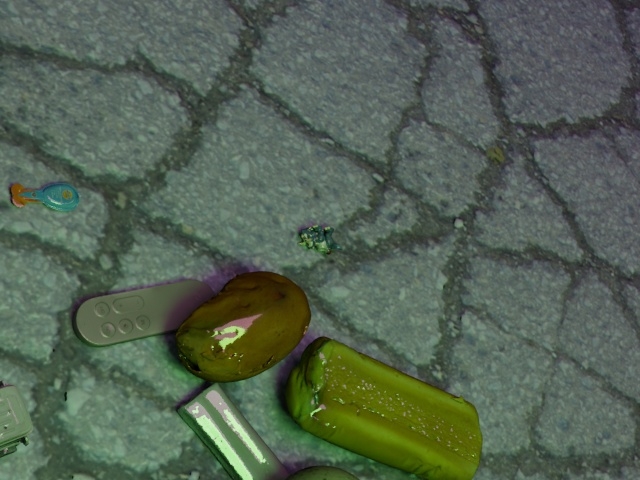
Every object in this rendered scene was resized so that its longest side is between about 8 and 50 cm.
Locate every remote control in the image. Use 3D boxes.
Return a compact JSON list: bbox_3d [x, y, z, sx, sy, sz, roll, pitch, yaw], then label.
[{"bbox_3d":[-0.269,0.112,1.639,0.245,0.022,0.077,-10,78,-37],"label":"remote control"}]

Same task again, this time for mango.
[{"bbox_3d":[-0.120,0.130,1.658,0.249,0.151,0.156,-21,70,-39],"label":"mango"}]

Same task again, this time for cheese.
[{"bbox_3d":[-0.419,-0.068,1.613,0.111,0.017,0.047,1,67,-35],"label":"cheese"}]

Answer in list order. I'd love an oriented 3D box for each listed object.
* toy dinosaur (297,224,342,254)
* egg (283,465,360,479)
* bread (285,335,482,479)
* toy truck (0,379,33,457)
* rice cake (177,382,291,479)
[{"bbox_3d":[0.000,0.000,1.870,0.083,0.030,0.047,10,66,-31],"label":"toy dinosaur"},{"bbox_3d":[0.009,0.440,1.589,0.228,0.177,0.177,66,36,-48],"label":"egg"},{"bbox_3d":[0.106,0.296,1.766,0.384,0.112,0.166,26,55,-24],"label":"bread"},{"bbox_3d":[-0.483,0.257,1.364,0.216,0.116,0.110,-17,81,-39],"label":"toy truck"},{"bbox_3d":[-0.126,0.322,1.638,0.080,0.042,0.221,-41,97,-34],"label":"rice cake"}]
